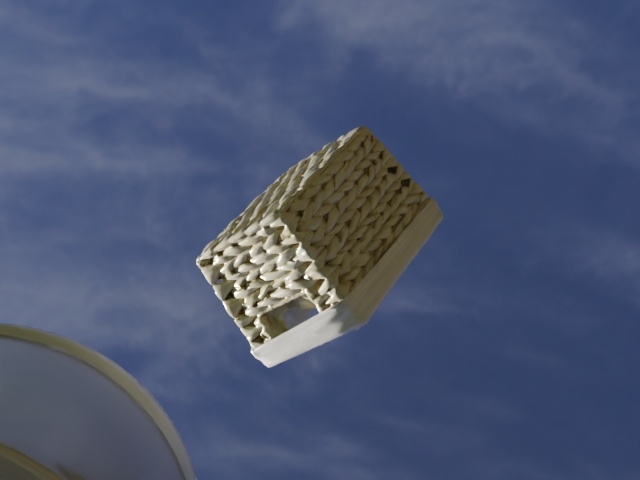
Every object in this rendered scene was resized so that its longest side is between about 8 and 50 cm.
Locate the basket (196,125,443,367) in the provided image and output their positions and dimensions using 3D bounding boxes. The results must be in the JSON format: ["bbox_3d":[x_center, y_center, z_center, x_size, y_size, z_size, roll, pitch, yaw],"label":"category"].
[{"bbox_3d":[0.000,0.000,0.908,0.103,0.113,0.167,53,-140,-11],"label":"basket"}]

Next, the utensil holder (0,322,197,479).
[{"bbox_3d":[-0.227,0.221,0.703,0.327,0.385,0.328,0,-90,-8],"label":"utensil holder"}]
